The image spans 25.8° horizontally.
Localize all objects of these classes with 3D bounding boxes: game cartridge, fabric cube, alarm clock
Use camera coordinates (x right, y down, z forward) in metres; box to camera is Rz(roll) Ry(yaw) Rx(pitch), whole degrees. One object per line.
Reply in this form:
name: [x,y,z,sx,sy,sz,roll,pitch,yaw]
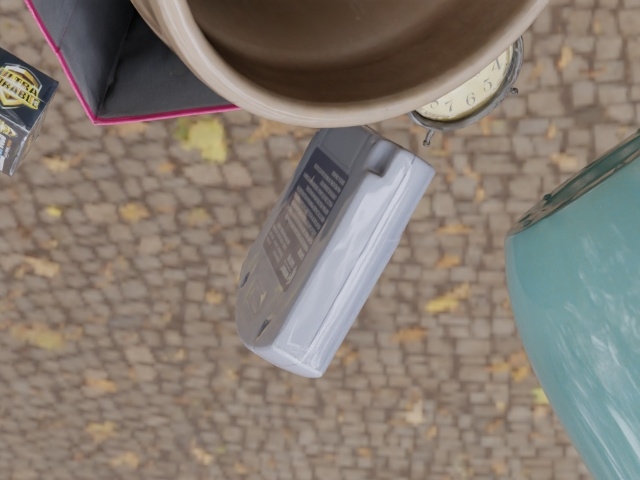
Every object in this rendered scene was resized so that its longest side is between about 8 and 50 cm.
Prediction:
game cartridge: [0.000,0.000,1.103,0.060,0.294,0.196,32,95,-12]
fabric cube: [-0.188,-0.332,1.739,0.254,0.258,0.259,-4,138,18]
alarm clock: [0.115,-0.183,1.284,0.129,0.064,0.192,-30,138,-7]

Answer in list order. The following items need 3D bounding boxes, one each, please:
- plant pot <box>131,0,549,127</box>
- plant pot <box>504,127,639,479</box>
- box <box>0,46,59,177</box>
plant pot: [-0.017,-0.222,0.704,0.263,0.229,0.263,-20,133,-24]
plant pot: [0.273,0.038,1.022,0.293,0.293,0.235,-36,91,41]
box: [-0.314,-0.134,1.167,0.175,0.051,0.220,32,166,-9]
